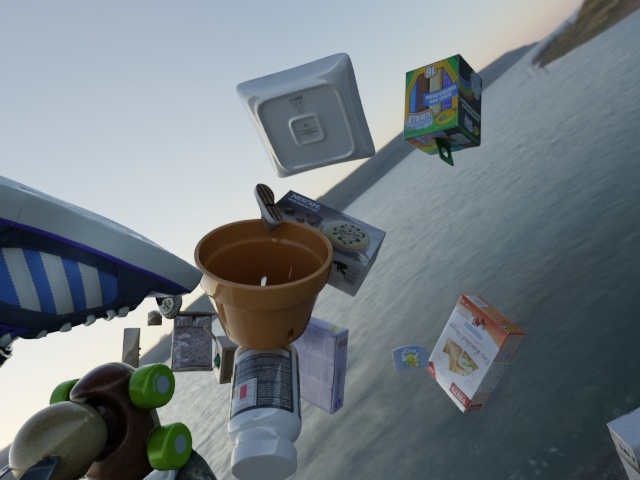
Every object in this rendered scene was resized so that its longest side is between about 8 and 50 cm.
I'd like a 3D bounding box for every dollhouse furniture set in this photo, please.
[{"bbox_3d":[-0.424,0.358,1.300,0.356,0.303,0.174,4,-24,-23],"label":"dollhouse furniture set"}]

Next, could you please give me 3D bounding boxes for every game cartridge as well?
[{"bbox_3d":[0.215,0.279,1.000,0.083,0.055,0.017,-9,-13,2],"label":"game cartridge"}]

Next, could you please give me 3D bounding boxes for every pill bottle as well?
[{"bbox_3d":[-0.123,0.366,0.931,0.162,0.162,0.278,-40,32,24],"label":"pill bottle"}]

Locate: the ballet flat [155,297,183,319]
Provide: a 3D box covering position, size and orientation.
[{"bbox_3d":[-0.475,0.146,1.256,0.084,0.058,0.250,-43,43,1],"label":"ballet flat"}]

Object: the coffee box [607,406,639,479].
[{"bbox_3d":[0.926,0.601,1.171,0.141,0.246,0.098,-27,18,3],"label":"coffee box"}]

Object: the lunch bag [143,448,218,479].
[{"bbox_3d":[-0.247,0.501,0.627,0.235,0.287,0.169,-40,-29,6],"label":"lunch bag"}]

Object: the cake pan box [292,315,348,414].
[{"bbox_3d":[-0.036,0.365,1.278,0.246,0.266,0.070,11,13,39],"label":"cake pan box"}]

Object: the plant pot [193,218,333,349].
[{"bbox_3d":[-0.122,0.102,0.935,0.291,0.291,0.203,-42,-38,-51],"label":"plant pot"}]

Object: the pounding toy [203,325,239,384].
[{"bbox_3d":[-0.249,0.312,1.164,0.141,0.130,0.100,1,15,-27],"label":"pounding toy"}]

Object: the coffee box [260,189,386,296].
[{"bbox_3d":[0.000,0.000,1.113,0.168,0.297,0.118,-51,-18,-48],"label":"coffee box"}]

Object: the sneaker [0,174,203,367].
[{"bbox_3d":[-0.302,0.075,0.430,0.323,0.130,0.236,33,-99,-49],"label":"sneaker"}]

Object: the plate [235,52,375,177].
[{"bbox_3d":[-0.030,-0.277,1.010,0.277,0.278,0.045,-10,43,15],"label":"plate"}]

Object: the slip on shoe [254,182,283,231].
[{"bbox_3d":[-0.128,-0.080,0.997,0.051,0.135,0.041,-2,-40,-39],"label":"slip on shoe"}]

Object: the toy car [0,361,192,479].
[{"bbox_3d":[-0.265,0.230,0.447,0.155,0.148,0.188,-15,2,18],"label":"toy car"}]

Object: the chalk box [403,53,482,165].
[{"bbox_3d":[0.374,-0.373,1.281,0.179,0.288,0.180,-2,-11,42],"label":"chalk box"}]

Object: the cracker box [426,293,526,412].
[{"bbox_3d":[0.360,0.267,0.999,0.155,0.067,0.232,49,127,54],"label":"cracker box"}]
